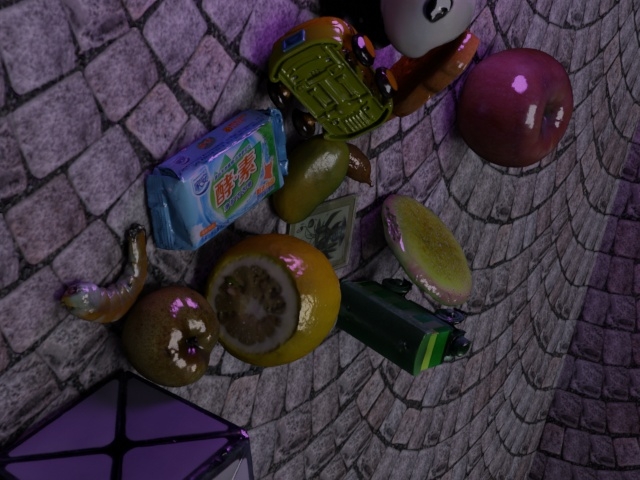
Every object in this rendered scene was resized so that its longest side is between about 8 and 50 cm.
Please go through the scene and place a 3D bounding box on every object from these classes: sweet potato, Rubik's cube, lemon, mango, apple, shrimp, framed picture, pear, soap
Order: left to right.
[{"bbox_3d":[-0.325,0.049,1.395,0.161,0.049,0.166,16,93,-60],"label":"shrimp"},{"bbox_3d":[-0.300,0.441,1.413,0.310,0.307,0.305,-33,133,-43],"label":"Rubik's cube"},{"bbox_3d":[-0.245,0.155,1.479,0.167,0.137,0.167,-3,94,-41],"label":"pear"},{"bbox_3d":[-0.164,-0.108,1.507,0.293,0.077,0.156,-41,138,-36],"label":"soap"},{"bbox_3d":[-0.077,0.103,1.618,0.219,0.241,0.240,-9,116,-66],"label":"lemon"},{"bbox_3d":[-0.021,-0.117,1.680,0.191,0.085,0.122,-52,144,4],"label":"mango"},{"bbox_3d":[0.000,0.000,1.866,0.231,0.010,0.173,-20,124,-50],"label":"framed picture"},{"bbox_3d":[0.037,-0.171,1.780,0.226,0.068,0.068,26,87,-44],"label":"sweet potato"},{"bbox_3d":[0.459,-0.323,2.142,0.306,0.235,0.305,-27,128,-42],"label":"apple"}]

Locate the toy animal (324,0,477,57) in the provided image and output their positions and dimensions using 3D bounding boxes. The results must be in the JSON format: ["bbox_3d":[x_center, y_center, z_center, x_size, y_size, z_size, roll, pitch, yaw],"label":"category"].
[{"bbox_3d":[0.154,-0.433,1.615,0.212,0.267,0.212,-39,139,-45],"label":"toy animal"}]

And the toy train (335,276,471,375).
[{"bbox_3d":[0.180,0.181,1.977,0.202,0.301,0.120,-7,118,-44],"label":"toy train"}]

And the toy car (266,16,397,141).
[{"bbox_3d":[0.020,-0.295,1.577,0.248,0.200,0.142,48,29,-43],"label":"toy car"}]

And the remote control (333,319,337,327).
[{"bbox_3d":[-0.054,0.174,1.861,0.256,0.045,0.097,-5,111,-51],"label":"remote control"}]

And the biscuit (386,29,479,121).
[{"bbox_3d":[0.193,-0.313,1.721,0.047,0.334,0.202,37,70,-16],"label":"biscuit"}]

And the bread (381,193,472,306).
[{"bbox_3d":[0.249,0.019,2.015,0.045,0.301,0.301,-37,161,30],"label":"bread"}]
